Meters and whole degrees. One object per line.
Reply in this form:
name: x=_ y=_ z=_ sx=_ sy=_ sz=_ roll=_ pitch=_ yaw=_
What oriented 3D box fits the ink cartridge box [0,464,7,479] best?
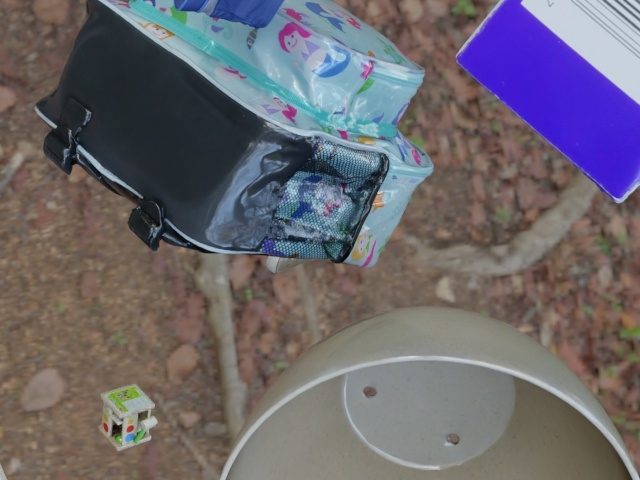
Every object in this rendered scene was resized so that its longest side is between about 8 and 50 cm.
ink cartridge box: x=-0.530 y=0.453 z=1.909 sx=0.193 sy=0.088 sz=0.234 roll=-5 pitch=52 yaw=-43

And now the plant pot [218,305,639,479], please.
plant pot: x=0.076 y=0.158 z=0.925 sx=0.284 sy=0.284 sz=0.191 roll=59 pitch=16 yaw=-20

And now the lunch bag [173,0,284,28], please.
lunch bag: x=-0.049 y=-0.167 z=0.724 sx=0.065 sy=0.098 sz=0.067 roll=10 pitch=54 yaw=-27

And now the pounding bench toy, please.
pounding bench toy: x=-0.243 y=0.238 z=1.670 sx=0.052 sy=0.083 sz=0.065 roll=-14 pitch=126 yaw=-36

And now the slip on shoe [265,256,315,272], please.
slip on shoe: x=0.000 y=0.000 z=1.298 sx=0.041 sy=0.051 sz=0.135 roll=36 pitch=39 yaw=20

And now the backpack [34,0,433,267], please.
backpack: x=-0.039 y=-0.084 z=0.911 sx=0.191 sy=0.225 sz=0.253 roll=-58 pitch=150 yaw=7

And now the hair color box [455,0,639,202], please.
hair color box: x=0.200 y=-0.162 z=0.675 sx=0.110 sy=0.185 sz=0.339 roll=41 pitch=28 yaw=0
